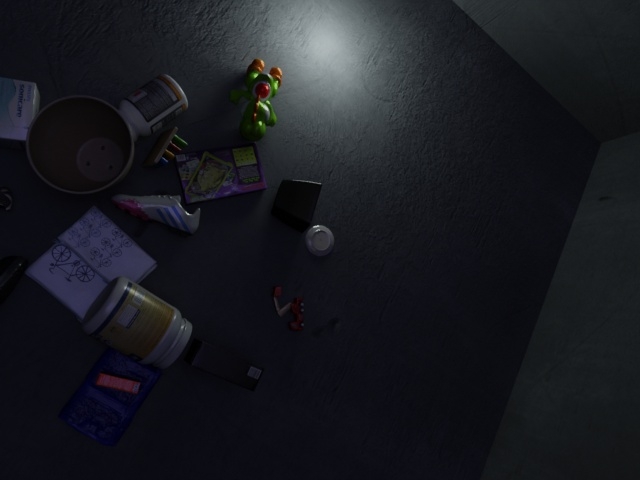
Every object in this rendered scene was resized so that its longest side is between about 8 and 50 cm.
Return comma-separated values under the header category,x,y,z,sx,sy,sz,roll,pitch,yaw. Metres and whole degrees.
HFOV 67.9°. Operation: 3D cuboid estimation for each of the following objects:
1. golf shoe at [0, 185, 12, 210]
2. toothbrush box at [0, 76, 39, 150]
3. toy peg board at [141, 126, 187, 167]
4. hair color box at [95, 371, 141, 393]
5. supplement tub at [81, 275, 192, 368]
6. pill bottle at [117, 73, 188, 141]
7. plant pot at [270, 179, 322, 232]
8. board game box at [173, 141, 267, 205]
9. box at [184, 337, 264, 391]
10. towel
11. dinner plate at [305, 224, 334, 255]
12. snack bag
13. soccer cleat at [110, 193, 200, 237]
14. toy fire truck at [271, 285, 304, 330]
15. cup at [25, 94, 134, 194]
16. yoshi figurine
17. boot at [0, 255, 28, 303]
category,x,y,z,sx,sy,sz,roll,pitch,yaw
golf shoe,-1.155,-0.129,1.603,0.198,0.077,0.094,-10,88,-24
toothbrush box,-1.137,-0.441,1.620,0.295,0.126,0.216,2,82,-23
toy peg board,-0.596,-0.341,1.839,0.079,0.161,0.160,35,71,-32
hair color box,-0.702,0.496,1.656,0.141,0.072,0.043,20,73,-16
supplement tub,-0.641,0.296,1.684,0.316,0.228,0.228,40,70,-25
pill bottle,-0.661,-0.498,1.819,0.278,0.162,0.162,-44,102,-22
plant pot,-0.111,-0.160,2.024,0.167,0.188,0.187,19,77,-7
board game box,-0.410,-0.279,1.970,0.347,0.056,0.208,-14,85,-25
box,-0.371,0.473,1.820,0.261,0.184,0.103,29,75,-18
towel,-0.744,0.553,1.703,0.228,0.076,0.308,37,71,-17
dinner plate,0.000,0.000,2.134,0.141,0.017,0.141,4,81,-24
snack bag,-0.836,0.097,1.739,0.323,0.037,0.342,47,69,-13
soccer cleat,-0.619,-0.128,1.819,0.331,0.116,0.143,25,84,-27
toy fire truck,-0.139,0.290,2.020,0.135,0.047,0.192,2,84,-23
cup,-0.804,-0.309,1.673,0.331,0.237,0.331,0,87,-8
yoshi figurine,-0.274,-0.572,2.026,0.203,0.203,0.362,50,43,-54
boot,-1.250,0.098,1.507,0.445,0.146,0.367,35,71,-12
